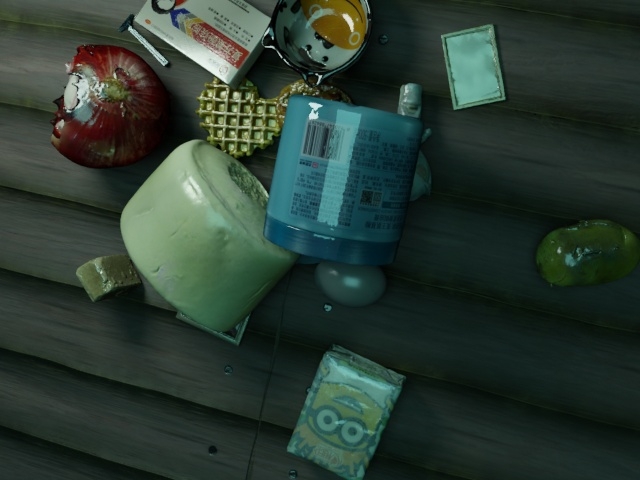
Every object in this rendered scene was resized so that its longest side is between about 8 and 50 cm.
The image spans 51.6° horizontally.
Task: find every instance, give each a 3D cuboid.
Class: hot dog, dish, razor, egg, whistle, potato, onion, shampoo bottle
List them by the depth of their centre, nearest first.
[{"bbox_3d":[0.054,-0.150,1.567,0.331,0.331,0.343,14,103,11],"label":"shampoo bottle"},{"bbox_3d":[0.664,0.032,1.646,0.248,0.143,0.169,-6,102,12],"label":"potato"},{"bbox_3d":[0.225,-0.236,1.742,0.142,0.134,0.346,3,84,15],"label":"whistle"},{"bbox_3d":[0.011,-0.552,1.756,0.303,0.120,0.303,0,88,13],"label":"dish"},{"bbox_3d":[-0.007,-0.343,1.770,0.227,0.099,0.160,4,78,-7],"label":"hot dog"},{"bbox_3d":[0.079,0.104,1.770,0.198,0.146,0.146,17,96,13],"label":"egg"},{"bbox_3d":[-0.566,-0.364,1.802,0.341,0.341,0.341,1,93,12],"label":"onion"},{"bbox_3d":[-0.509,-0.571,1.914,0.190,0.033,0.066,46,101,5],"label":"razor"}]

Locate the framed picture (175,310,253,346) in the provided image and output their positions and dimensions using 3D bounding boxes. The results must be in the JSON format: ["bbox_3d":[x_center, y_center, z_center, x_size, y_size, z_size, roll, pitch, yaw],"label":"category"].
[{"bbox_3d":[-0.278,0.133,1.913,0.211,0.020,0.289,23,98,11],"label":"framed picture"}]

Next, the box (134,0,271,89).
[{"bbox_3d":[-0.316,-0.599,1.830,0.353,0.069,0.214,36,92,15],"label":"box"}]

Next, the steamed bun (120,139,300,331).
[{"bbox_3d":[-0.313,-0.011,1.750,0.371,0.290,0.456,-45,79,16],"label":"steamed bun"}]

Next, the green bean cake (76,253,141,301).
[{"bbox_3d":[-0.603,0.105,1.898,0.085,0.179,0.109,-31,84,13],"label":"green bean cake"}]

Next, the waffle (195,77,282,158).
[{"bbox_3d":[-0.225,-0.362,1.855,0.249,0.056,0.253,-27,86,12],"label":"waffle"}]

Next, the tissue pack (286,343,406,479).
[{"bbox_3d":[0.068,0.472,1.806,0.228,0.128,0.311,23,99,10],"label":"tissue pack"}]

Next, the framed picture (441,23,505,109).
[{"bbox_3d":[0.402,-0.456,1.742,0.136,0.010,0.201,-10,92,11],"label":"framed picture"}]

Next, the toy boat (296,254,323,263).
[{"bbox_3d":[0.000,0.000,1.825,0.215,0.088,0.102,-17,55,13],"label":"toy boat"}]
